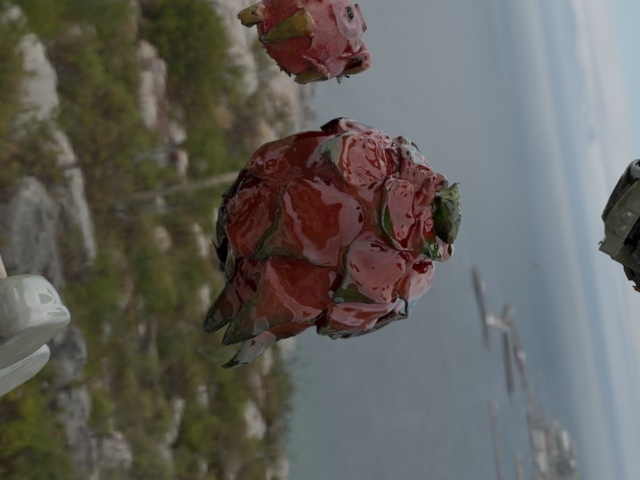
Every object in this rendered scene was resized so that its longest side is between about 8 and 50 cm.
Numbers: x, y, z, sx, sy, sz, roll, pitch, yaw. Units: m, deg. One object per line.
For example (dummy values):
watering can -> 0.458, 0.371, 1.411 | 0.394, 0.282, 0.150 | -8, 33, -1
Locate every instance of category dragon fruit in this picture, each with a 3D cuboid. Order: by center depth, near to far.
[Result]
dragon fruit -> 0.000, 0.000, 1.028 | 0.193, 0.274, 0.192 | 64, 23, 1
dragon fruit -> -0.001, -0.209, 1.118 | 0.126, 0.068, 0.112 | 42, 51, -15

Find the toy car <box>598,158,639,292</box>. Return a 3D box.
toy car -> 0.410, -0.047, 1.206 | 0.118, 0.193, 0.301 | -52, 168, -48

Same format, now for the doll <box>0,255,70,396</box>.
doll -> -0.371, -0.043, 1.055 | 0.161, 0.348, 0.423 | -29, 106, -46
